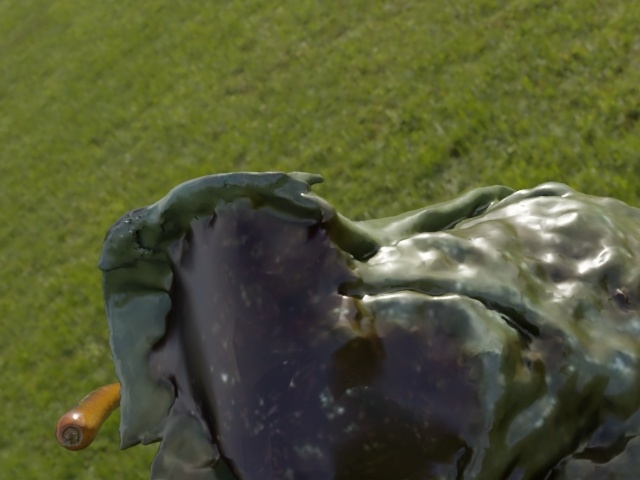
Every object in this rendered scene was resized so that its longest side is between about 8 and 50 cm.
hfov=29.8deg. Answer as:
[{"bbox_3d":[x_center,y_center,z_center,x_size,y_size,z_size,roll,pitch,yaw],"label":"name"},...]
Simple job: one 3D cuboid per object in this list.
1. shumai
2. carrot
[{"bbox_3d":[0.036,0.045,0.715,0.330,0.288,0.292,-38,10,20],"label":"shumai"},{"bbox_3d":[-0.214,0.161,1.164,0.037,0.037,0.190,-36,3,9],"label":"carrot"}]
